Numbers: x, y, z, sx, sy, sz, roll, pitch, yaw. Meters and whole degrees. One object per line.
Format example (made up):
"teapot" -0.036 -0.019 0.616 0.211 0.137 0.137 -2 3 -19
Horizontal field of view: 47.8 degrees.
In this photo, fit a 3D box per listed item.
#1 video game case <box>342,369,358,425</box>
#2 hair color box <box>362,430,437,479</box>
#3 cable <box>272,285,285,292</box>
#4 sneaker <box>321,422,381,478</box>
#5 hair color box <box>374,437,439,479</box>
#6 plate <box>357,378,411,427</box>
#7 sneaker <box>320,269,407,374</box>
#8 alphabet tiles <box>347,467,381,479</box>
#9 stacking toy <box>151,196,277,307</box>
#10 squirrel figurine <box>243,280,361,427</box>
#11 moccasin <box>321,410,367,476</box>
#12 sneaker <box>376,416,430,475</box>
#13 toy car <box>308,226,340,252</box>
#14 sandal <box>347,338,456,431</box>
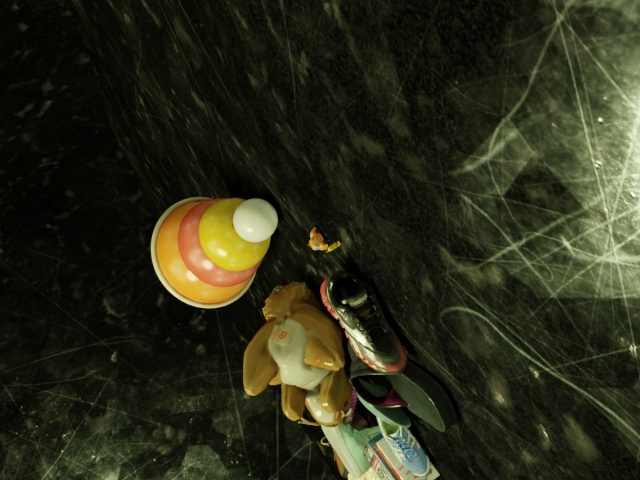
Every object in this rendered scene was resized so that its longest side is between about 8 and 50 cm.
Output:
"video game case" 0.034 0.487 2.303 0.210 0.041 0.232 45 138 39
"hair color box" 0.266 0.705 2.052 0.347 0.105 0.174 51 163 22
"cable" -0.080 0.283 2.293 0.072 0.139 0.287 10 -139 -55
"sneaker" 0.103 0.583 2.217 0.256 0.151 0.094 62 157 -12
"hair color box" 0.235 0.601 1.973 0.167 0.093 0.053 52 164 21
"plate" 0.151 0.423 1.854 0.188 0.024 0.188 35 -174 -4
"sneaker" 0.096 0.175 1.592 0.276 0.097 0.135 54 166 18
"alphabet tiles" 0.192 0.782 2.289 0.284 0.021 0.278 -36 69 47
"stacking toy" -0.249 -0.011 2.068 0.480 0.350 0.351 -24 98 55
"squirrel figurine" -0.025 0.329 2.043 0.370 0.281 0.397 53 -165 -45
"moccasin" 0.088 0.696 2.496 0.147 0.139 0.380 47 160 37
"sneaker" 0.211 0.534 1.913 0.211 0.080 0.081 52 -172 12
"toy car" 0.000 0.000 1.658 0.060 0.040 0.122 60 164 -6
"sandal" 0.149 0.332 1.706 0.168 0.107 0.445 64 163 -17
